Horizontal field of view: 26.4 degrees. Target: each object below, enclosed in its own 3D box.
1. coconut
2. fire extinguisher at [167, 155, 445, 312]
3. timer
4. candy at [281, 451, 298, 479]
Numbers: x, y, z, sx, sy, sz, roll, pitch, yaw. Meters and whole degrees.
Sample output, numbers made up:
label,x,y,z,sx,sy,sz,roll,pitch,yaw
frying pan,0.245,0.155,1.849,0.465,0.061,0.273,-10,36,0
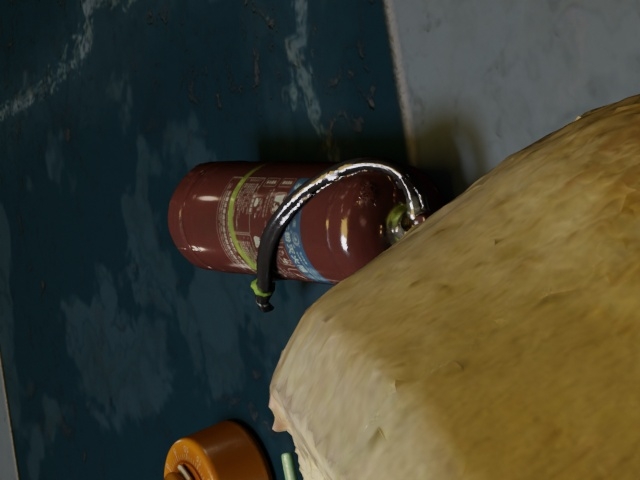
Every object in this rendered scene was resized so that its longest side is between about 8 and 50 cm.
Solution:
label,x,y,z,sx,sy,sz,roll,pitch,yaw
coconut,0.195,0.118,0.560,0.404,0.404,0.405,17,111,55
fire extinguisher,0.000,0.000,1.051,0.341,0.105,0.142,6,117,57
timer,-0.137,0.245,1.264,0.132,0.152,0.132,17,111,55
candy,-0.002,0.322,1.152,0.084,0.078,0.288,-26,70,39
